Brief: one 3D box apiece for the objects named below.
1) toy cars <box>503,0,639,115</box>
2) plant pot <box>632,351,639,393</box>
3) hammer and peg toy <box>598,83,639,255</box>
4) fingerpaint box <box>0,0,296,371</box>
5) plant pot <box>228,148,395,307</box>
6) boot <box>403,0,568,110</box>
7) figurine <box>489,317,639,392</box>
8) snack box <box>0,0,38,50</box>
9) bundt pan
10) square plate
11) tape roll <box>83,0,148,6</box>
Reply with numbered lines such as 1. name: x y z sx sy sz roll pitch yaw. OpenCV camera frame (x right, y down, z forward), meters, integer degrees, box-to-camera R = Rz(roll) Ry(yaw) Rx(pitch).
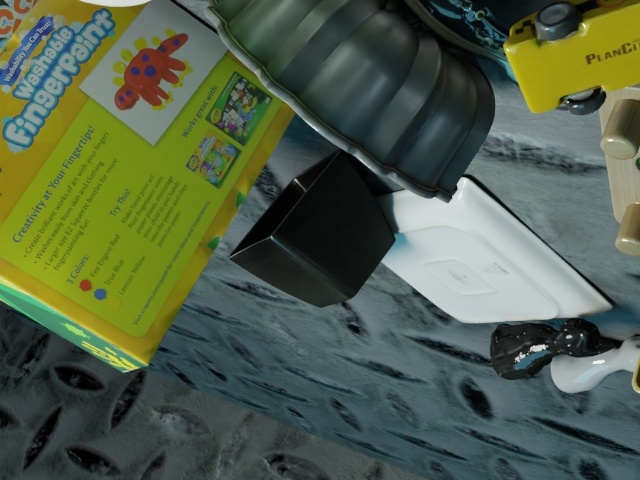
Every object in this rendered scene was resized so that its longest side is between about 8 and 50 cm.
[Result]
1. toy cars: 0.290 -0.243 0.724 0.177 0.087 0.393 18 137 -15
2. plant pot: 0.541 0.131 1.195 0.212 0.212 0.187 8 163 39
3. hammer and peg toy: 0.441 -0.043 1.016 0.266 0.127 0.361 12 153 29
4. fingerpaint box: -0.294 -0.107 1.300 0.371 0.444 0.163 34 158 -15
5. plant pot: 0.000 0.000 1.494 0.167 0.188 0.187 44 155 -10
6. boot: 0.198 -0.242 0.884 0.236 0.085 0.178 33 138 -10
7. figurine: 0.417 0.180 1.529 0.215 0.092 0.209 16 160 -27
8. snack box: -0.396 -0.261 1.422 0.322 0.187 0.060 36 156 -19
9. bundt pan: 0.049 -0.192 0.989 0.331 0.124 0.331 34 -161 -14
10. square plate: 0.227 0.039 1.538 0.347 0.049 0.344 38 156 -23
11. tape roll: -0.269 -0.393 1.059 0.286 0.100 0.286 16 154 8
